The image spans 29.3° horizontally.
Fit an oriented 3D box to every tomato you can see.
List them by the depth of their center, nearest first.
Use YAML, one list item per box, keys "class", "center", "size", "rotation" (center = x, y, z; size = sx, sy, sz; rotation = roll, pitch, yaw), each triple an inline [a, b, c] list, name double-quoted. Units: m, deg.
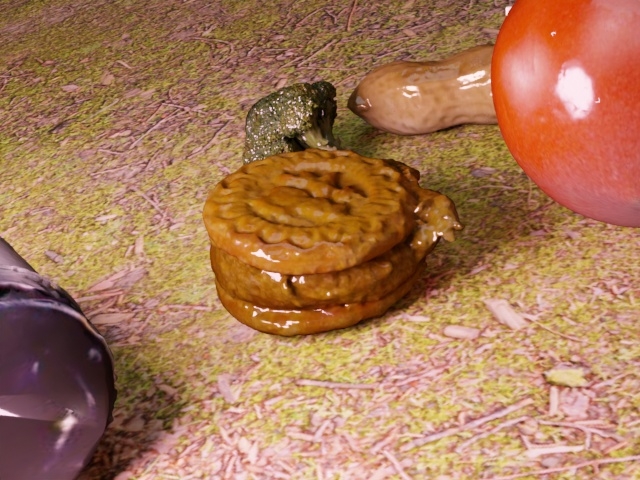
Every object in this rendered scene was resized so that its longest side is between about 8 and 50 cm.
- class: "tomato"
  center: [0.328, -0.156, 1.205]
  size: [0.321, 0.322, 0.321]
  rotation: [-11, 28, 6]

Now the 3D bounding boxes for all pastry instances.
- class: "pastry"
  center: [0.000, 0.000, 1.251]
  size: [0.235, 0.132, 0.240]
  rotation: [-14, 34, -17]

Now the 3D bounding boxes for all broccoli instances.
- class: "broccoli"
  center: [-0.033, -0.120, 1.473]
  size: [0.138, 0.146, 0.162]
  rotation: [33, 30, 15]

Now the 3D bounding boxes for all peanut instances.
- class: "peanut"
  center: [0.161, -0.185, 1.523]
  size: [0.263, 0.101, 0.117]
  rotation: [-9, 4, 15]

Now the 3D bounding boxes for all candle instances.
- class: "candle"
  center: [-0.337, 0.102, 1.120]
  size: [0.221, 0.221, 0.342]
  rotation: [-27, 28, -22]

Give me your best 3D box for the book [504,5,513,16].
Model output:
- class: "book"
  center: [0.351, -0.326, 1.687]
  size: [0.160, 0.024, 0.228]
  rotation: [-5, 10, 19]
